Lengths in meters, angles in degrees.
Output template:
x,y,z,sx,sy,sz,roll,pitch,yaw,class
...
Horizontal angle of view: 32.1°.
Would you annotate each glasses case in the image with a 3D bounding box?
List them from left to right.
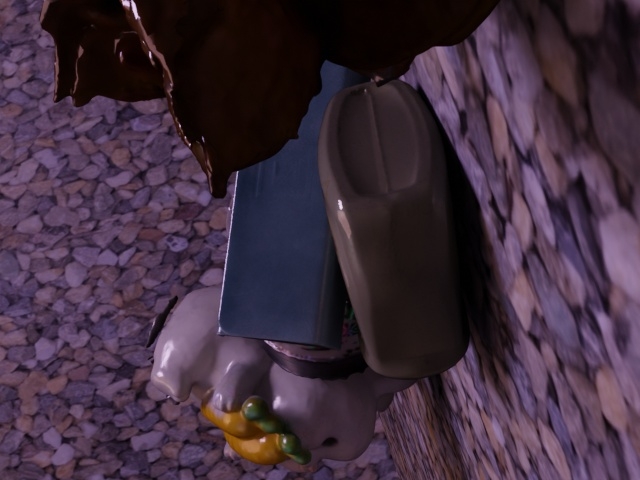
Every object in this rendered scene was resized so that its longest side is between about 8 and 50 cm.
x,y,z,sx,sy,sz,roll,pitch,yaw,class
-0.016,-0.050,0.897,0.056,0.105,0.266,140,137,-78,glasses case

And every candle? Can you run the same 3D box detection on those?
x,y,z,sx,sy,sz,roll,pitch,yaw,class
0.000,0.000,1.154,0.330,0.187,0.187,79,173,-52,candle

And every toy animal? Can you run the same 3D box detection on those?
x,y,z,sx,sy,sz,roll,pitch,yaw,class
-0.045,0.170,1.339,0.247,0.310,0.183,-59,-15,-45,toy animal

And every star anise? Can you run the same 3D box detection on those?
x,y,z,sx,sy,sz,roll,pitch,yaw,class
-0.067,-0.129,0.487,0.237,0.346,0.148,-59,-18,-44,star anise

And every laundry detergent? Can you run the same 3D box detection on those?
x,y,z,sx,sy,sz,roll,pitch,yaw,class
0.061,0.014,0.860,0.253,0.091,0.181,75,-175,-47,laundry detergent
